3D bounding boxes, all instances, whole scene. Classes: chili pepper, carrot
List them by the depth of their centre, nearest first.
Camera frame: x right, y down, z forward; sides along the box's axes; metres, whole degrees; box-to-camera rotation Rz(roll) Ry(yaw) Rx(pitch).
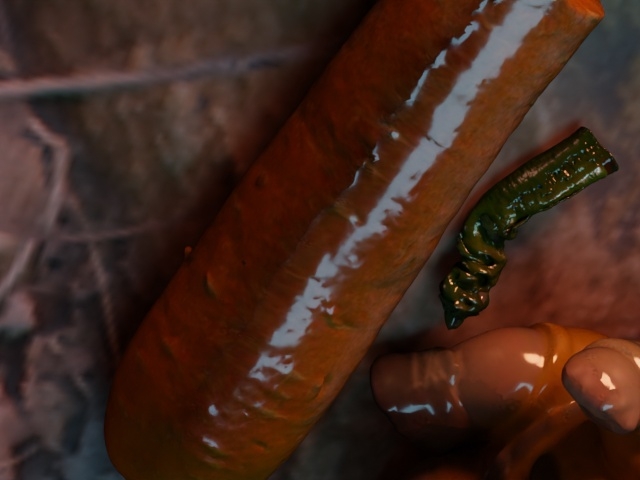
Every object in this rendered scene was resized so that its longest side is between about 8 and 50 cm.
[{"bbox_3d":[0.000,0.000,0.583,0.067,0.067,0.225,24,112,-30],"label":"carrot"},{"bbox_3d":[0.064,-0.005,0.626,0.027,0.022,0.083,32,106,-32],"label":"chili pepper"}]

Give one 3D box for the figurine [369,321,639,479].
[{"bbox_3d":[0.105,0.134,0.591,0.167,0.257,0.192,19,123,-26],"label":"figurine"}]
